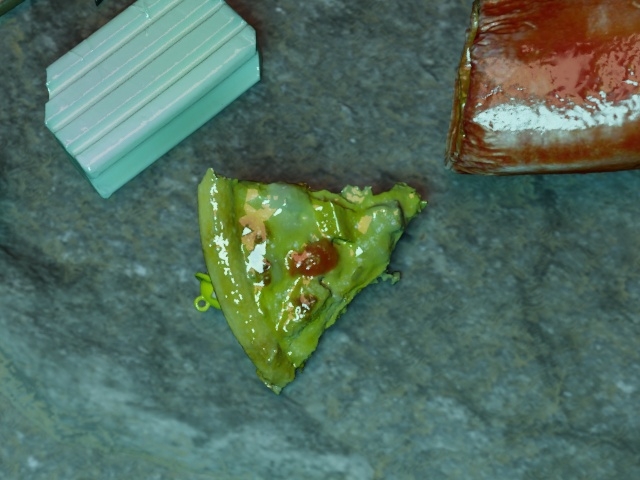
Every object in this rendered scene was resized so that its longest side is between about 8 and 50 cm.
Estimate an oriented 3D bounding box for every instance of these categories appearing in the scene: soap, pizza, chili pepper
[{"bbox_3d":[-0.226,-0.209,1.757,0.289,0.095,0.173,-39,67,-11],"label":"soap"},{"bbox_3d":[0.000,0.000,1.583,0.287,0.075,0.280,-29,102,-13],"label":"pizza"},{"bbox_3d":[0.297,-0.203,1.619,0.305,0.229,0.251,-3,80,5],"label":"chili pepper"}]

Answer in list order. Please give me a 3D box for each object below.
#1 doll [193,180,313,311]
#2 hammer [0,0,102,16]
[{"bbox_3d":[-0.077,0.013,1.641,0.207,0.081,0.129,-43,97,-12],"label":"doll"},{"bbox_3d":[-0.487,-0.307,1.866,0.440,0.044,0.168,-33,64,-8],"label":"hammer"}]
